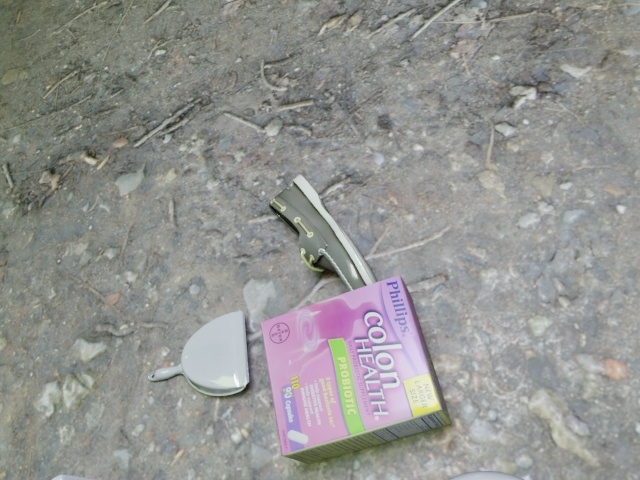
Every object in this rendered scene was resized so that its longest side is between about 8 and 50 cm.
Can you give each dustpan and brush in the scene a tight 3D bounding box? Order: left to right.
[{"bbox_3d":[-0.225,0.221,1.009,0.211,0.060,0.147,-13,59,6],"label":"dustpan and brush"}]

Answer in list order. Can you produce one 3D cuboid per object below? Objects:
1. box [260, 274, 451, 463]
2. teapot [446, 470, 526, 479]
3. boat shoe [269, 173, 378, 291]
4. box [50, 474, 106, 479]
[{"bbox_3d":[0.050,0.204,0.870,0.242,0.117,0.214,-19,59,10],"label":"box"},{"bbox_3d":[0.212,0.399,0.668,0.252,0.187,0.256,33,78,31],"label":"teapot"},{"bbox_3d":[0.002,0.002,1.003,0.091,0.109,0.305,-36,51,1],"label":"boat shoe"},{"bbox_3d":[-0.417,0.464,0.872,0.180,0.182,0.119,-25,57,7],"label":"box"}]
